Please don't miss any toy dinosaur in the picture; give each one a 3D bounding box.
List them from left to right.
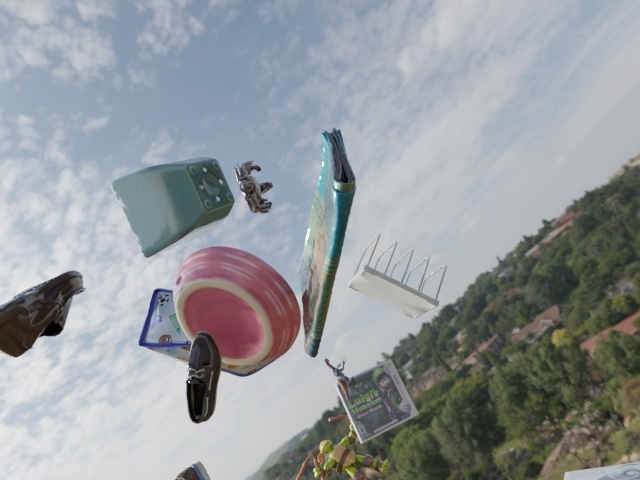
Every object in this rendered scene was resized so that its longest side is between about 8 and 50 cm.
[{"bbox_3d":[0.038,0.308,1.058,0.047,0.082,0.090,43,-114,-59],"label":"toy dinosaur"}]

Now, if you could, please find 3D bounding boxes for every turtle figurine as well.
[{"bbox_3d":[0.070,0.638,1.317,0.269,0.217,0.087,-32,-46,-48],"label":"turtle figurine"}]

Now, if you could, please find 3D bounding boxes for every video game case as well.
[{"bbox_3d":[0.162,0.458,1.329,0.190,0.173,0.022,-19,-23,-19],"label":"video game case"}]

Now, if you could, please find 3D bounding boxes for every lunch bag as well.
[{"bbox_3d":[-0.331,0.310,1.522,0.384,0.239,0.328,-4,-28,19],"label":"lunch bag"}]

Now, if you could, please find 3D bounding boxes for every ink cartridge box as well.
[{"bbox_3d":[0.744,0.618,1.183,0.223,0.046,0.223,-26,-15,28],"label":"ink cartridge box"}]

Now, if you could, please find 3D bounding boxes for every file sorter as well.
[{"bbox_3d":[0.269,0.122,1.623,0.173,0.277,0.193,-66,3,-27],"label":"file sorter"}]

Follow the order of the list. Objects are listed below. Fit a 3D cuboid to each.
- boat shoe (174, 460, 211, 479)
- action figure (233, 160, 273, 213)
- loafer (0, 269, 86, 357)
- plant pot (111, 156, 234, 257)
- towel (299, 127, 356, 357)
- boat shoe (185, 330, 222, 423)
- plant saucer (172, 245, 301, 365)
[{"bbox_3d":[-0.238,0.544,0.941,0.066,0.183,0.066,-14,-55,-37],"label":"boat shoe"},{"bbox_3d":[-0.222,-0.173,1.577,0.099,0.186,0.285,-11,-4,1],"label":"action figure"},{"bbox_3d":[-0.694,0.182,1.139,0.133,0.130,0.366,-23,12,6],"label":"loafer"},{"bbox_3d":[-0.410,-0.128,1.386,0.252,0.247,0.247,-20,6,30],"label":"plant pot"},{"bbox_3d":[0.000,0.000,0.895,0.040,0.272,0.371,6,-59,-9],"label":"towel"},{"bbox_3d":[-0.271,0.314,1.054,0.075,0.206,0.065,1,-1,6],"label":"boat shoe"},{"bbox_3d":[-0.213,0.175,1.094,0.332,0.332,0.084,-51,4,33],"label":"plant saucer"}]
